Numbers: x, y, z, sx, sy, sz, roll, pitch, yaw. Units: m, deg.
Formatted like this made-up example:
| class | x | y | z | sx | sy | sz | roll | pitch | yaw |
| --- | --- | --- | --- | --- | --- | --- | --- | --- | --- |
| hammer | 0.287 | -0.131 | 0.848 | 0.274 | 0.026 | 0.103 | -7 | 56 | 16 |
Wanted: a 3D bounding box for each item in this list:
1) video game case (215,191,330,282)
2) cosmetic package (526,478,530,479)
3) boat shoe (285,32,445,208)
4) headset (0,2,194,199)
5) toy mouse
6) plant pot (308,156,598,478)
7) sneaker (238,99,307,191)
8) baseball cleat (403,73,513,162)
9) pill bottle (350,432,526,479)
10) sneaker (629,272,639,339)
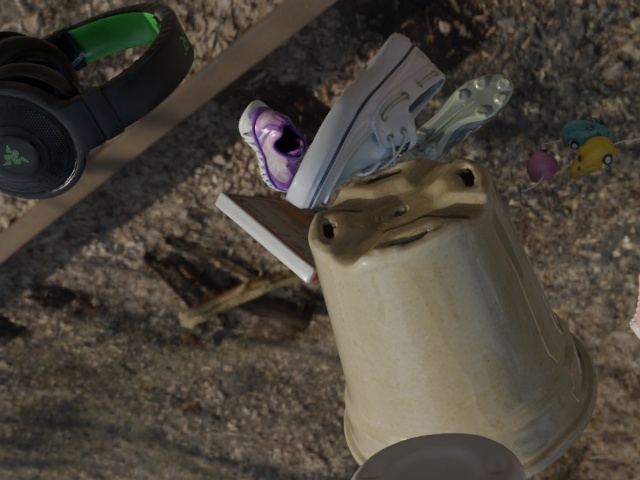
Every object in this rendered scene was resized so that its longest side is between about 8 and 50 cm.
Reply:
| class | x | y | z | sx | sy | sz | roll | pitch | yaw |
| --- | --- | --- | --- | --- | --- | --- | --- | --- | --- |
| video game case | 0.000 | 0.000 | 1.182 | 0.285 | 0.204 | 0.025 | 5 | 119 | -55 |
| cosmetic package | 0.384 | 0.388 | 1.748 | 0.230 | 0.161 | 0.453 | 16 | 143 | 24 |
| boat shoe | 0.051 | -0.103 | 0.690 | 0.076 | 0.226 | 0.083 | 31 | 148 | 2 |
| headset | -0.313 | -0.118 | 0.846 | 0.394 | 0.243 | 0.185 | -29 | 127 | -8 |
| toy mouse | 0.310 | -0.119 | 0.991 | 0.161 | 0.143 | 0.031 | -31 | 113 | 3 |
| plant pot | 0.136 | 0.079 | 0.951 | 0.334 | 0.334 | 0.305 | -12 | 119 | 21 |
| sneaker | -0.068 | -0.170 | 1.527 | 0.105 | 0.095 | 0.236 | 16 | 154 | 32 |
| baseball cleat | 0.214 | -0.189 | 1.245 | 0.206 | 0.072 | 0.109 | -35 | 172 | 3 |
| pill bottle | 0.127 | 0.338 | 0.713 | 0.160 | 0.160 | 0.283 | -8 | 104 | 17 |
| sneaker | 0.587 | 0.124 | 1.413 | 0.070 | 0.134 | 0.051 | -25 | 164 | 38 |
